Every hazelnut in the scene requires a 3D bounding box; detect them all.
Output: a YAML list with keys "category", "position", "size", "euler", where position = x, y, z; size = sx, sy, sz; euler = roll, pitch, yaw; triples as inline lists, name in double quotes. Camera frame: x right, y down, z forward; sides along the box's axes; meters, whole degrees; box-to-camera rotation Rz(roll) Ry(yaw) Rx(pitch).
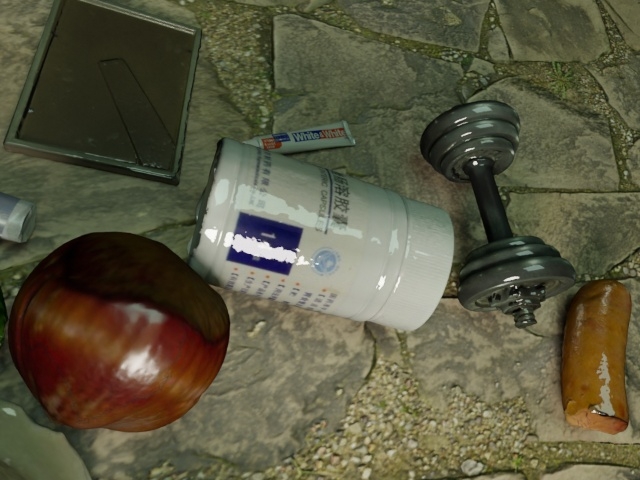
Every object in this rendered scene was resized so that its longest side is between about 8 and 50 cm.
- category: "hazelnut"
  position: [-0.223, 0.101, 0.591]
  size: [0.229, 0.229, 0.230]
  euler: [10, 61, -19]

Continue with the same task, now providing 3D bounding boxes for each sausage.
- category: "sausage"
  position: [0.456, 0.178, 0.903]
  size: [0.108, 0.109, 0.271]
  euler: [29, 57, -8]

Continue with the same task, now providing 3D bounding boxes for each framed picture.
- category: "framed picture"
  position: [-0.309, -0.241, 0.824]
  size: [0.231, 0.024, 0.315]
  euler: [11, 60, -18]

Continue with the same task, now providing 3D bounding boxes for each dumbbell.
- category: "dumbbell"
  position: [0.280, -0.055, 0.896]
  size: [0.179, 0.179, 0.406]
  euler: [1, 64, -23]

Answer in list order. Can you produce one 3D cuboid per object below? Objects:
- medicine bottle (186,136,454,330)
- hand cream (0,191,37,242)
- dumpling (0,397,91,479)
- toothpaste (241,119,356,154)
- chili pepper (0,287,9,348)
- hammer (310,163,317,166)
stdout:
- category: "medicine bottle"
  position: [0.000, 0.000, 0.735]
  size: [0.332, 0.190, 0.190]
  euler: [16, 59, -16]
- category: "hand cream"
  position: [-0.474, -0.057, 0.639]
  size: [0.255, 0.048, 0.079]
  euler: [18, 60, -14]
- category: "dumpling"
  position: [-0.382, 0.243, 0.426]
  size: [0.395, 0.233, 0.316]
  euler: [-20, 68, -50]
- category: "toothpaste"
  position: [-0.033, -0.167, 0.905]
  size: [0.218, 0.033, 0.052]
  euler: [-16, 76, -34]
- category: "chili pepper"
  position: [-0.401, 0.047, 0.579]
  size: [0.279, 0.065, 0.122]
  euler: [45, 19, 6]
- category: "hammer"
  position: [-0.025, -0.084, 0.857]
  size: [0.043, 0.043, 0.083]
  euler: [32, 56, -6]
